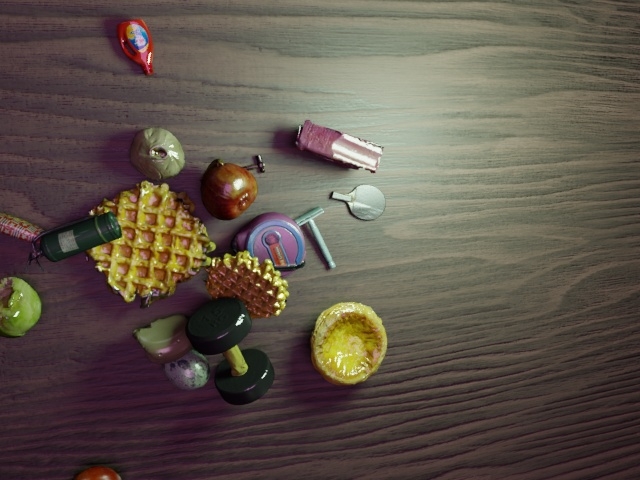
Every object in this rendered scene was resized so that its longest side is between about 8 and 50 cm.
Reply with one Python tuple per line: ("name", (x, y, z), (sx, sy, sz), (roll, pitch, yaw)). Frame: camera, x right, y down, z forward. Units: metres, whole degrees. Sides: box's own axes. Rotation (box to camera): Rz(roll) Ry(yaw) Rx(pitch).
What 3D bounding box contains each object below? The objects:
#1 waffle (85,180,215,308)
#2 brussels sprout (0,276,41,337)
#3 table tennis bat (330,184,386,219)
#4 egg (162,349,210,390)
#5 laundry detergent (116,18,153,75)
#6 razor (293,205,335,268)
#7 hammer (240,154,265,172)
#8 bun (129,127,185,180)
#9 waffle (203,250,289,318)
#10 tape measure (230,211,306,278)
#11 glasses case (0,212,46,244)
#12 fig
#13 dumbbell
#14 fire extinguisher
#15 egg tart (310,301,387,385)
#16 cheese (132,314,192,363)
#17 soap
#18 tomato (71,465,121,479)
("waffle", (-0.564, 0.005, 1.660), (0.382, 0.095, 0.379), (-32, 104, -7))
("brussels sprout", (-0.936, 0.209, 1.553), (0.132, 0.145, 0.183), (-15, 58, 10))
("table tennis bat", (0.142, -0.147, 1.883), (0.221, 0.019, 0.130), (12, 93, -19))
("egg", (-0.457, 0.433, 1.725), (0.172, 0.132, 0.132), (34, 87, -6))
("laundry detergent", (-0.572, -0.602, 1.597), (0.098, 0.049, 0.165), (-17, 103, -6))
("razor", (0.000, 0.000, 1.843), (0.106, 0.068, 0.231), (-30, 109, -10))
("hammer", (-0.280, -0.248, 1.747), (0.179, 0.021, 0.065), (-14, 101, -12))
("bun", (-0.519, -0.275, 1.621), (0.173, 0.113, 0.166), (10, 94, -15))
("waffle", (-0.252, 0.155, 1.682), (0.329, 0.329, 0.062), (33, 44, -18))
("tape measure", (-0.176, 0.023, 1.752), (0.246, 0.149, 0.231), (-21, 106, -5))
("glasses case", (-0.930, -0.042, 1.552), (0.195, 0.073, 0.049), (23, 97, -19))
("fig", (-0.311, -0.172, 1.666), (0.205, 0.205, 0.205), (-2, 98, -16))
("dumbbell", (-0.293, 0.368, 1.685), (0.204, 0.204, 0.322), (-25, 122, -12))
("fire extinguisher", (-0.760, 0.002, 1.543), (0.295, 0.093, 0.118), (-21, 86, -4))
("egg tart", (0.093, 0.373, 1.882), (0.319, 0.128, 0.318), (-2, 97, -18))
("cheese", (-0.503, 0.325, 1.690), (0.203, 0.175, 0.091), (-25, 130, -38))
("soap", (0.052, -0.327, 1.750), (0.289, 0.182, 0.112), (16, 94, -23))
("tomato", (-0.761, 0.819, 1.710), (0.173, 0.099, 0.189), (1, 137, -31))
